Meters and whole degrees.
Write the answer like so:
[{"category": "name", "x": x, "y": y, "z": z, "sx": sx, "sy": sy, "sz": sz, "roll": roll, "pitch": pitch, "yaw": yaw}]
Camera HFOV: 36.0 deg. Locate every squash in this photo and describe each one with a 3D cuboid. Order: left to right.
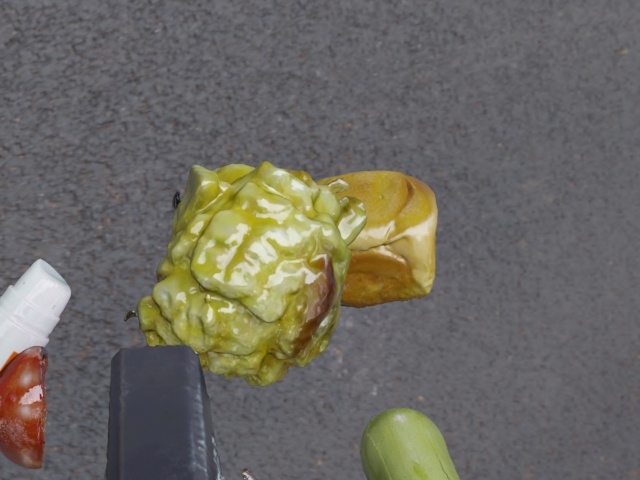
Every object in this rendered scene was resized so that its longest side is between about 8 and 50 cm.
[{"category": "squash", "x": 0.096, "y": 0.226, "z": 0.859, "sx": 0.083, "sy": 0.250, "sz": 0.083, "roll": -5, "pitch": 111, "yaw": -13}]

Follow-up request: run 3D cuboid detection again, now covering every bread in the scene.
[{"category": "bread", "x": 0.000, "y": 0.000, "z": 1.225, "sx": 0.167, "sy": 0.294, "sz": 0.132, "roll": -81, "pitch": 166, "yaw": -53}]

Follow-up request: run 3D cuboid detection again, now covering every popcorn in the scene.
[{"category": "popcorn", "x": -0.060, "y": 0.026, "z": 0.846, "sx": 0.169, "sy": 0.218, "sz": 0.189, "roll": 15, "pitch": 81, "yaw": 3}]

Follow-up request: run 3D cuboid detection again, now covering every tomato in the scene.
[{"category": "tomato", "x": -0.408, "y": 0.215, "z": 1.324, "sx": 0.082, "sy": 0.174, "sz": 0.166, "roll": 2, "pitch": 52, "yaw": -14}]

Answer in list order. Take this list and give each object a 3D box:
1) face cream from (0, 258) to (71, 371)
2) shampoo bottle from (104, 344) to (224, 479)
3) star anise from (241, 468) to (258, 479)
[{"category": "face cream", "x": -0.485, "y": 0.187, "z": 1.426, "sx": 0.102, "sy": 0.102, "sz": 0.346, "roll": 38, "pitch": 86, "yaw": -32}, {"category": "shampoo bottle", "x": -0.079, "y": 0.192, "z": 0.504, "sx": 0.071, "sy": 0.309, "sz": 0.098, "roll": -2, "pitch": 126, "yaw": -8}, {"category": "star anise", "x": -0.072, "y": 0.519, "z": 1.641, "sx": 0.109, "sy": 0.349, "sz": 0.292, "roll": -32, "pitch": 83, "yaw": -11}]
